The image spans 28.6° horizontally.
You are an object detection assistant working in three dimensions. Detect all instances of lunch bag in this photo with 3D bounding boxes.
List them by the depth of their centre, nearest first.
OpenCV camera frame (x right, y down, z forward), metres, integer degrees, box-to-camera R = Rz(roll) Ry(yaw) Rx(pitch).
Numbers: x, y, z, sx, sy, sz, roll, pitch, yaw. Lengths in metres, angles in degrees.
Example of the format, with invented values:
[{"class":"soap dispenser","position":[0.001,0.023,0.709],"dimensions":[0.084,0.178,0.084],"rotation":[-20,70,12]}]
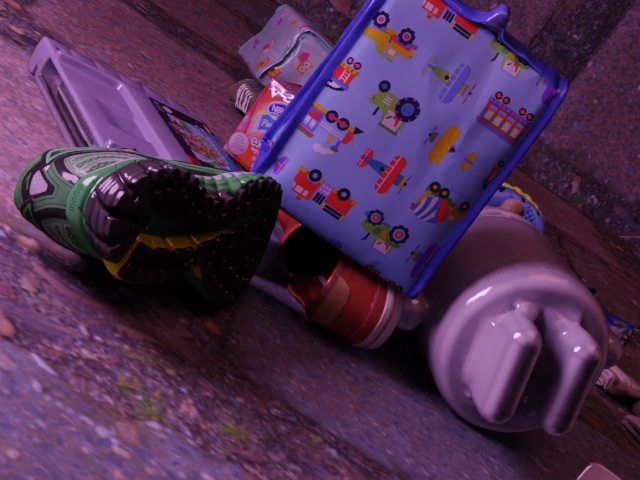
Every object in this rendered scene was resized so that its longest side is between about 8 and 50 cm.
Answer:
[{"class":"lunch bag","position":[0.097,-0.126,1.298],"dimensions":[0.221,0.293,0.138],"rotation":[34,25,-10]},{"class":"lunch bag","position":[0.002,-0.274,2.240],"dimensions":[0.262,0.160,0.223],"rotation":[42,8,-23]}]

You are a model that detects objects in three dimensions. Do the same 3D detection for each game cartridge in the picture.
[{"class":"game cartridge","position":[-0.194,-0.106,1.453],"dimensions":[0.230,0.068,0.355],"rotation":[19,21,-36]}]

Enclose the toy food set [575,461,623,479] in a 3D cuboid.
[{"class":"toy food set","position":[0.319,0.317,1.189],"dimensions":[0.219,0.092,0.306],"rotation":[39,15,14]}]

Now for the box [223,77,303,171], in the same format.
[{"class":"box","position":[-0.014,-0.142,1.828],"dimensions":[0.122,0.128,0.257],"rotation":[39,14,16]}]

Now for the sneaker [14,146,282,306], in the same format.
[{"class":"sneaker","position":[-0.146,-0.031,1.173],"dimensions":[0.146,0.134,0.343],"rotation":[23,0,24]}]

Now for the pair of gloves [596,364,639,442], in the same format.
[{"class":"pair of gloves","position":[0.510,0.266,1.892],"dimensions":[0.204,0.042,0.240],"rotation":[28,15,-26]}]

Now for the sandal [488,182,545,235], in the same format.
[{"class":"sandal","position":[0.260,-0.072,2.273],"dimensions":[0.317,0.126,0.138],"rotation":[28,17,6]}]

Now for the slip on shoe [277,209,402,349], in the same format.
[{"class":"slip on shoe","position":[0.000,0.000,1.448],"dimensions":[0.101,0.123,0.331],"rotation":[24,23,-26]}]

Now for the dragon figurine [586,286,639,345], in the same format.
[{"class":"dragon figurine","position":[0.449,0.133,2.088],"dimensions":[0.144,0.085,0.289],"rotation":[41,17,18]}]

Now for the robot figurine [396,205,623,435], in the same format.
[{"class":"robot figurine","position":[0.204,0.084,1.454],"dimensions":[0.299,0.200,0.353],"rotation":[16,19,-18]}]

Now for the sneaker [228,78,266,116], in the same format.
[{"class":"sneaker","position":[-0.111,-0.216,1.992],"dimensions":[0.086,0.064,0.192],"rotation":[28,14,1]}]

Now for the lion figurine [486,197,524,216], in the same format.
[{"class":"lion figurine","position":[0.145,-0.079,2.043],"dimensions":[0.392,0.142,0.240],"rotation":[22,22,4]}]
